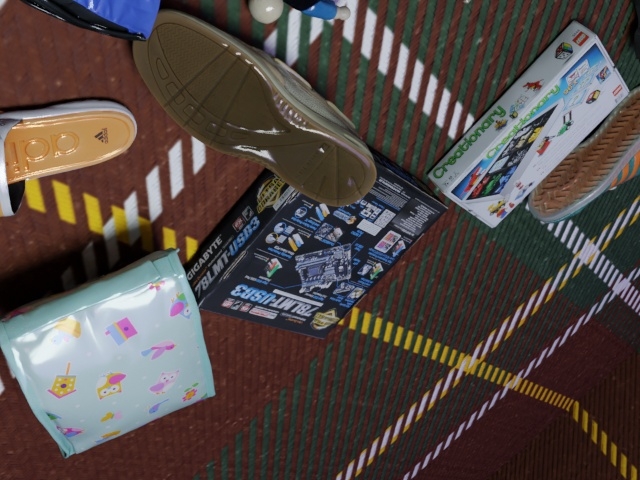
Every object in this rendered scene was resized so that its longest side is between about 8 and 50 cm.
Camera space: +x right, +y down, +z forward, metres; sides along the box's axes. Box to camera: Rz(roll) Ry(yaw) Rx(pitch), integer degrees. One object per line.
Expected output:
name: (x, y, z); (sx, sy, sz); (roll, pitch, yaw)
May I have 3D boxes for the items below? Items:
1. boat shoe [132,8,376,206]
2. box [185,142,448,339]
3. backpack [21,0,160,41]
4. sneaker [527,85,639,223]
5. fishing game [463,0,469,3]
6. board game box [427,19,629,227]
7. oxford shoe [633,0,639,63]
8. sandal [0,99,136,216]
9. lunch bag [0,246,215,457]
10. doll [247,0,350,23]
boat shoe: (-0.065, -0.149, 0.809); (0.302, 0.098, 0.109); (31, 121, -28)
box: (0.000, 0.000, 1.063); (0.293, 0.073, 0.295); (-48, 143, 16)
backpack: (-0.204, -0.231, 0.623); (0.120, 0.098, 0.101); (11, 94, -46)
sneaker: (0.497, -0.128, 1.299); (0.302, 0.108, 0.121); (-43, 139, 7)
fishing game: (0.119, -0.361, 0.747); (0.264, 0.041, 0.189); (5, 102, -58)
board game box: (0.325, -0.166, 1.161); (0.305, 0.053, 0.193); (-47, 144, 14)
oxford shoe: (0.506, -0.365, 1.085); (0.096, 0.082, 0.227); (-49, 147, -23)
sandal: (-0.300, -0.074, 0.729); (0.265, 0.076, 0.102); (-19, 140, -23)
lunch bag: (-0.259, 0.124, 0.919); (0.223, 0.160, 0.262); (-22, 147, -18)
doll: (0.009, -0.283, 0.777); (0.189, 0.046, 0.129); (-34, 143, -4)
